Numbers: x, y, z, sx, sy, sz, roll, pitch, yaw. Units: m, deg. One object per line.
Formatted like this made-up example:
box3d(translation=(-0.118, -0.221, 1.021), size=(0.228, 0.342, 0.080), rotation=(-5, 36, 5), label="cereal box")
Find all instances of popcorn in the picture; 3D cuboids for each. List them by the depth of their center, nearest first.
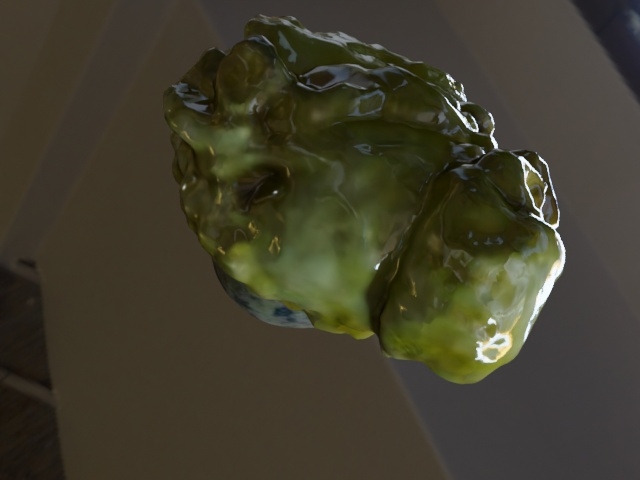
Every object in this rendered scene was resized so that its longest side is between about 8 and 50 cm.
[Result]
box3d(translation=(0.040, -0.039, 0.790), size=(0.286, 0.173, 0.225), rotation=(30, -151, 19), label="popcorn")

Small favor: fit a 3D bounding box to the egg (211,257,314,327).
box3d(translation=(0.000, 0.000, 0.964), size=(0.182, 0.141, 0.141), rotation=(-9, -126, 7), label="egg")
